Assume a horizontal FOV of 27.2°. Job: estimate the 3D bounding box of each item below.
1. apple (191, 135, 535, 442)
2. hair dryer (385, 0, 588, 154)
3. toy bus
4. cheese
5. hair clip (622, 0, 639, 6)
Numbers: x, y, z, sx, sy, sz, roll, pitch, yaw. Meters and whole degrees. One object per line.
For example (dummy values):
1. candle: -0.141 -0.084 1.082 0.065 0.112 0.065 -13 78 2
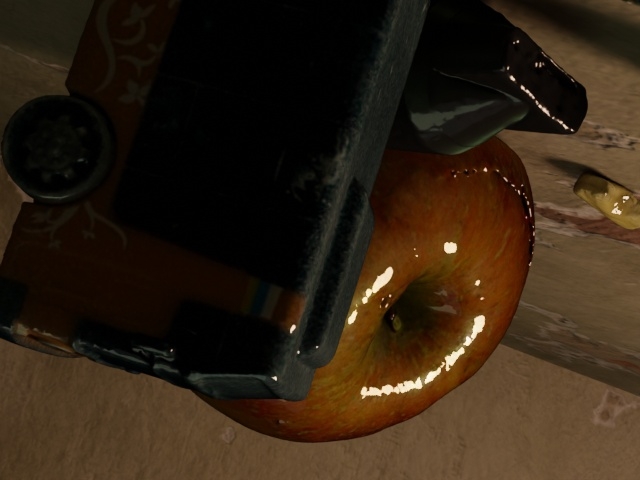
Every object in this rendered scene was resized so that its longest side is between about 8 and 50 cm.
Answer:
1. apple: 0.000 0.000 1.274 0.384 0.374 0.374 -20 -168 -27
2. hair dryer: 0.013 -0.043 0.894 0.244 0.302 0.116 12 152 46
3. toy bus: -0.053 -0.073 0.765 0.194 0.323 0.162 16 171 8
4. cheese: 0.277 -0.037 1.245 0.083 0.030 0.044 30 174 -27
5. hair clip: 0.147 -0.152 0.745 0.173 0.049 0.049 20 174 39
